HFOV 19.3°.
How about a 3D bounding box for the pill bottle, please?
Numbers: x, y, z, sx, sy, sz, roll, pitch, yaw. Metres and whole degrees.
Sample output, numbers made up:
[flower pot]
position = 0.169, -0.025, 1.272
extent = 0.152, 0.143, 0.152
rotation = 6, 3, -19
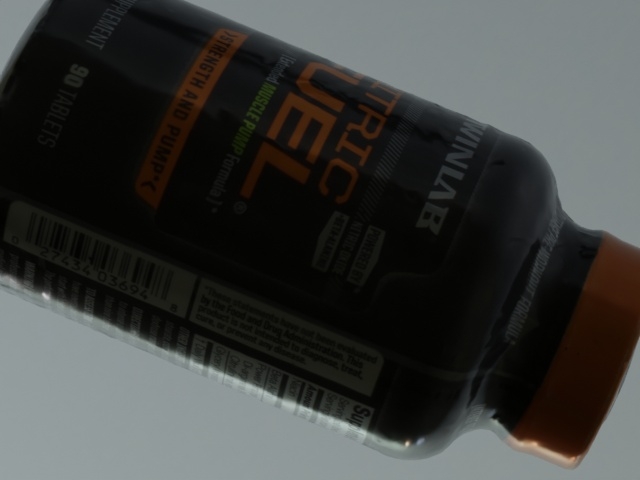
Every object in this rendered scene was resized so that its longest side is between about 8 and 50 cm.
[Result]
[pill bottle]
position = 0.000, 0.000, 0.707
extent = 0.245, 0.130, 0.130
rotation = 23, -51, 5
